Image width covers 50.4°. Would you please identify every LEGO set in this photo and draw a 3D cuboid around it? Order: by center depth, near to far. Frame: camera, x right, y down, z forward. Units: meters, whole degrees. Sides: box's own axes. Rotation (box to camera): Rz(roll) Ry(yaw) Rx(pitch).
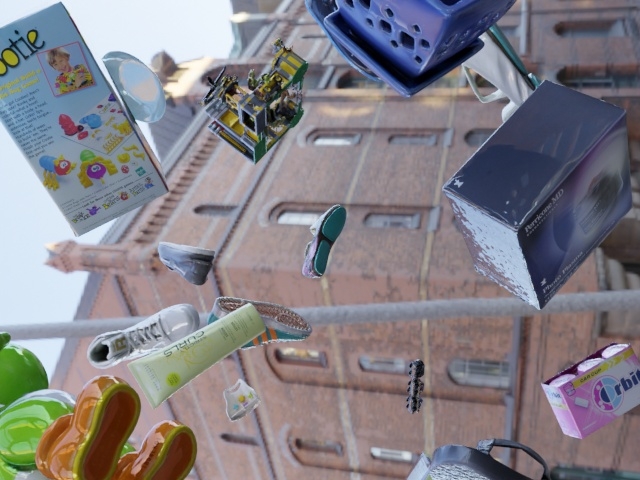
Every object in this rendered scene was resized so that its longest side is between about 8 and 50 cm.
[{"bbox_3d":[-0.172,-0.358,1.666,0.255,0.192,0.331,-50,-9,-9],"label":"LEGO set"}]

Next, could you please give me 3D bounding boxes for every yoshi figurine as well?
[{"bbox_3d":[-0.312,0.183,0.738,0.203,0.362,0.203,-9,-85,-61],"label":"yoshi figurine"}]

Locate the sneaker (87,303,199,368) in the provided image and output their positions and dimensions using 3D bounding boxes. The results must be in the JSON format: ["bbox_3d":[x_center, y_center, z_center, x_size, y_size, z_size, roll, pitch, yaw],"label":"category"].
[{"bbox_3d":[-0.456,0.254,1.727,0.108,0.293,0.169,65,-156,5],"label":"sneaker"}]

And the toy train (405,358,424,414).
[{"bbox_3d":[0.208,0.318,1.479,0.036,0.027,0.158,-26,-48,-32],"label":"toy train"}]

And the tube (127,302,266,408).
[{"bbox_3d":[-0.211,0.196,1.205,0.070,0.240,0.062,33,147,54],"label":"tube"}]

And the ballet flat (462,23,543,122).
[{"bbox_3d":[0.434,-0.337,1.532,0.400,0.139,0.139,39,-136,-24],"label":"ballet flat"}]

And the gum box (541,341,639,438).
[{"bbox_3d":[0.531,0.280,1.293,0.107,0.188,0.062,65,165,0],"label":"gum box"}]

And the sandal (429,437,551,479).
[{"bbox_3d":[0.201,0.245,0.707,0.254,0.097,0.054,32,-119,-38],"label":"sandal"}]

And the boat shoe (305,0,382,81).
[{"bbox_3d":[0.068,-0.458,1.471,0.089,0.258,0.109,-44,0,42],"label":"boat shoe"}]

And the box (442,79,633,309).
[{"bbox_3d":[0.417,-0.078,1.273,0.296,0.183,0.294,-46,-41,-8],"label":"box"}]

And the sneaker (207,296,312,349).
[{"bbox_3d":[-0.174,0.245,1.899,0.121,0.302,0.108,-63,27,23],"label":"sneaker"}]

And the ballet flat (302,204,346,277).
[{"bbox_3d":[0.000,0.000,1.812,0.077,0.079,0.221,41,-122,-38],"label":"ballet flat"}]

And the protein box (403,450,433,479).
[{"bbox_3d":[0.249,0.591,1.412,0.201,0.200,0.136,-56,-1,-1],"label":"protein box"}]

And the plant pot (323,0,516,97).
[{"bbox_3d":[0.156,-0.380,1.073,0.236,0.236,0.212,-37,-18,-29],"label":"plant pot"}]

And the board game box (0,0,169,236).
[{"bbox_3d":[-0.340,-0.171,0.926,0.275,0.144,0.142,66,174,-29],"label":"board game box"}]

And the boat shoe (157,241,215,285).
[{"bbox_3d":[-0.374,0.060,1.834,0.335,0.112,0.095,3,81,64],"label":"boat shoe"}]

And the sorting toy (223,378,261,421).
[{"bbox_3d":[-0.185,0.363,1.569,0.075,0.083,0.045,53,180,22],"label":"sorting toy"}]

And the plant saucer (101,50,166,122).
[{"bbox_3d":[-0.448,-0.379,1.653,0.037,0.195,0.195,-54,-33,-39],"label":"plant saucer"}]
